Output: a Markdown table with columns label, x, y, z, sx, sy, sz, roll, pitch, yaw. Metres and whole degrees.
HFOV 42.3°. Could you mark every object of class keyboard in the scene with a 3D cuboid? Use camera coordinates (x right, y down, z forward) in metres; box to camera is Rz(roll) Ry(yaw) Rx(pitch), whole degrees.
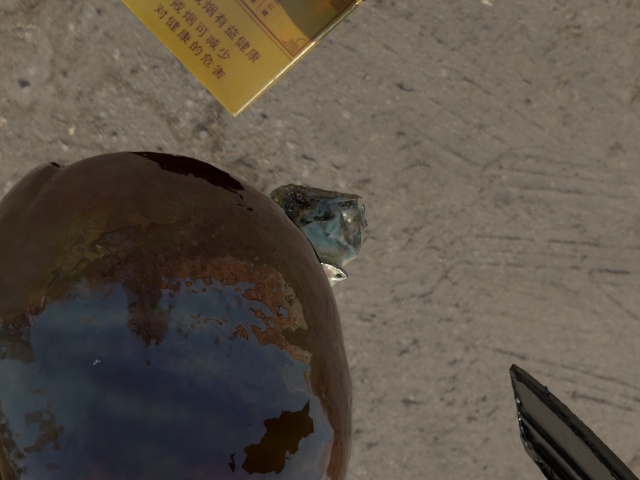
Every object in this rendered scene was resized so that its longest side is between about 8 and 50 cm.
| label | x | y | z | sx | sy | sz | roll | pitch | yaw |
| --- | --- | --- | --- | --- | --- | --- | --- | --- | --- |
| keyboard | 0.182 | 0.162 | 0.564 | 0.017 | 0.250 | 0.087 | -13 | 103 | -4 |

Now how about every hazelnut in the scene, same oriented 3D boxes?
| label | x | y | z | sx | sy | sz | roll | pitch | yaw |
| --- | --- | --- | --- | --- | --- | --- | --- | --- | --- |
| hazelnut | -0.171 | 0.134 | 0.775 | 0.402 | 0.402 | 0.430 | 11 | 70 | -34 |

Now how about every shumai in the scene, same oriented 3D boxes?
| label | x | y | z | sx | sy | sz | roll | pitch | yaw |
| --- | --- | --- | --- | --- | --- | --- | --- | --- | --- |
| shumai | 0.000 | 0.003 | 1.039 | 0.145 | 0.116 | 0.146 | -4 | 125 | -6 |

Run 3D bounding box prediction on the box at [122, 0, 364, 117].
| label | x | y | z | sx | sy | sz | roll | pitch | yaw |
| --- | --- | --- | --- | --- | --- | --- | --- | --- | --- |
| box | -0.062 | -0.395 | 1.152 | 0.264 | 0.116 | 0.415 | 46 | 126 | -10 |
